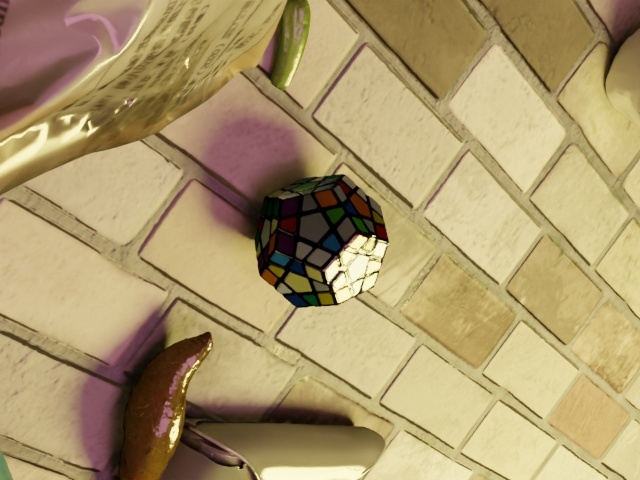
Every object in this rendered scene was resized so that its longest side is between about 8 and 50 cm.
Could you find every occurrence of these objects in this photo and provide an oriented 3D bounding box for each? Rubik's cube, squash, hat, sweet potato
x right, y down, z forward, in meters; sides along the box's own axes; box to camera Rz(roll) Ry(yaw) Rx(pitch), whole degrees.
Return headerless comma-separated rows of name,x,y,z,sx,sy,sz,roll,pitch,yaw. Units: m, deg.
Rubik's cube,0.000,0.000,1.208,0.133,0.112,0.133,-24,132,-30
squash,-0.026,-0.174,1.124,0.027,0.027,0.089,-15,129,-38
hat,0.414,-0.179,1.483,0.203,0.126,0.203,-26,133,-31
sweet potato,-0.166,0.193,1.224,0.069,0.059,0.249,-58,169,-69

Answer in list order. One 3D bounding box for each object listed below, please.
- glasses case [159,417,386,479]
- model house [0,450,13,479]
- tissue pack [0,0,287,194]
glasses case,-0.049,0.257,1.369,0.308,0.083,0.128,10,109,-48
model house,-0.370,0.217,0.920,0.248,0.280,0.230,-18,98,-3
tissue pack,-0.121,-0.207,0.827,0.390,0.195,0.375,-39,152,-59
